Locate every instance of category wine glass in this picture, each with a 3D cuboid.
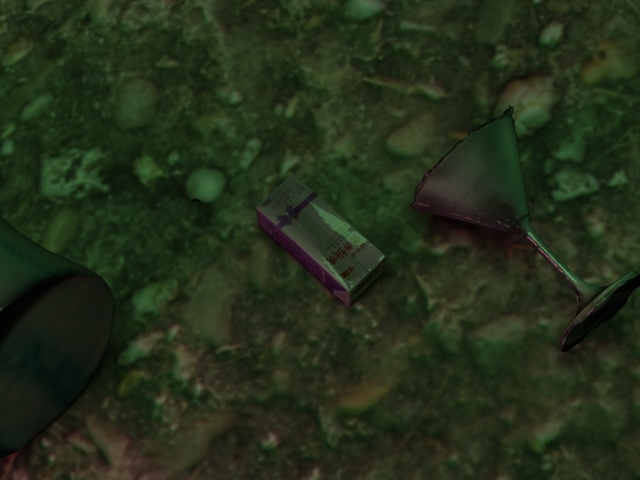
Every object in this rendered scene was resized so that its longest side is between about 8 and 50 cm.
[{"bbox_3d":[0.176,-0.005,1.351,0.122,0.122,0.183,-38,72,-14],"label":"wine glass"}]

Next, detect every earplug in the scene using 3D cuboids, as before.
[{"bbox_3d":[-0.346,0.017,1.350,0.324,0.185,0.185,36,72,25],"label":"earplug"}]

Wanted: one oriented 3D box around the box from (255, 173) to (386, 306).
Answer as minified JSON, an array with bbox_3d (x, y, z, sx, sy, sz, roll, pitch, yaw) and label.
[{"bbox_3d":[0.000,0.000,1.401,0.050,0.036,0.117,-41,70,-15],"label":"box"}]
